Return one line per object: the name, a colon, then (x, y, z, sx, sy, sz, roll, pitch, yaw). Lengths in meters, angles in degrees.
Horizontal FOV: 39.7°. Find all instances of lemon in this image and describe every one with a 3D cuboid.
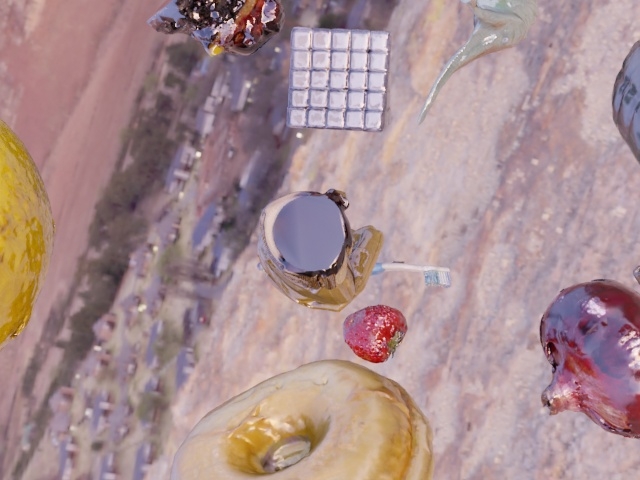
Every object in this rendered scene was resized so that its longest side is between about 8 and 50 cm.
lemon: (-0.357, -0.009, 0.757, 0.253, 0.254, 0.310, -59, 43, 33)

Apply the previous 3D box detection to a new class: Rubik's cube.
Rubik's cube: (0.051, -0.386, 2.121, 0.237, 0.238, 0.236, -63, -25, -77)

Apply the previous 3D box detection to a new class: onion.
onion: (0.419, 0.184, 1.301, 0.219, 0.252, 0.252, -36, 19, -12)

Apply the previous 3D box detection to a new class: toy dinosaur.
toy dinosaur: (0.264, -0.358, 1.431, 0.092, 0.205, 0.392, 14, 78, 46)

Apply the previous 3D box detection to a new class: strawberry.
strawberry: (0.088, 0.146, 1.440, 0.106, 0.106, 0.106, -46, 36, 49)

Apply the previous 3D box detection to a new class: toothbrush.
toothbrush: (0.065, 0.046, 1.434, 0.040, 0.386, 0.040, -13, 74, 54)

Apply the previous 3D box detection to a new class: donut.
donut: (-0.034, 0.368, 1.380, 0.198, 0.449, 0.449, 66, 175, -28)

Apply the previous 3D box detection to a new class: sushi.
sushi: (-0.138, -0.365, 1.379, 0.172, 0.150, 0.153, -55, 22, -20)

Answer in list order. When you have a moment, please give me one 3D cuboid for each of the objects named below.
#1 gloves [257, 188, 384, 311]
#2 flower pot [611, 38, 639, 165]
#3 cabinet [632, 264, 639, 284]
gloves: (-0.007, 0.014, 1.140, 0.331, 0.154, 0.141, 51, -122, -83)
flower pot: (0.439, -0.128, 0.856, 0.213, 0.302, 0.301, -47, 34, 32)
cabinet: (0.330, 0.033, 0.506, 0.175, 0.148, 0.215, -39, 15, -3)
